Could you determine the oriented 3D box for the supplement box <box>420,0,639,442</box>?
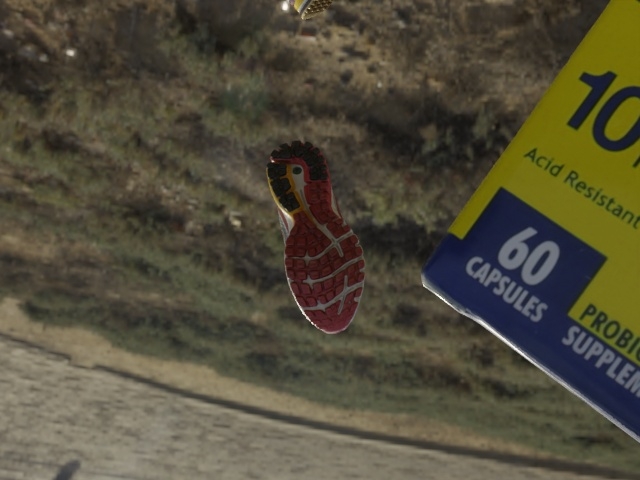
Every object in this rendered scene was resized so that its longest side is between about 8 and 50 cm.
[{"bbox_3d":[0.246,-0.058,0.469,0.194,0.357,0.195,37,-175,25],"label":"supplement box"}]

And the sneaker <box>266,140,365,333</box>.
[{"bbox_3d":[0.000,0.000,1.124,0.088,0.225,0.093,-12,155,1],"label":"sneaker"}]

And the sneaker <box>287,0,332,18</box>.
[{"bbox_3d":[0.007,-0.360,1.204,0.185,0.084,0.069,-47,170,36],"label":"sneaker"}]
